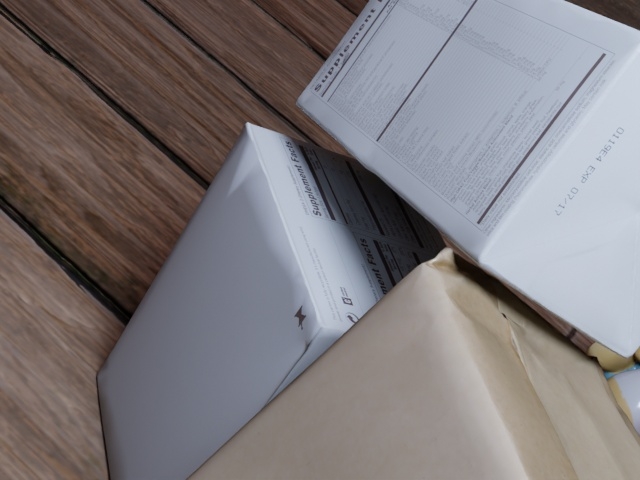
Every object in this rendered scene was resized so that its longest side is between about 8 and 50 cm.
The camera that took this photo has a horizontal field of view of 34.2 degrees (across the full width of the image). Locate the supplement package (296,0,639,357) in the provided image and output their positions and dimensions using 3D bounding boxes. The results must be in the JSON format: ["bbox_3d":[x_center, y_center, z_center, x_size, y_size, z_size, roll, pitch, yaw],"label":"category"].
[{"bbox_3d":[0.113,-0.066,0.618,0.134,0.139,0.244,31,10,-34],"label":"supplement package"}]

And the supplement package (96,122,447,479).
[{"bbox_3d":[-0.031,0.093,0.723,0.145,0.262,0.204,17,33,-31],"label":"supplement package"}]

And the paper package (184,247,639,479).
[{"bbox_3d":[0.038,0.231,0.502,0.168,0.325,0.309,30,25,-37],"label":"paper package"}]

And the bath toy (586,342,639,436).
[{"bbox_3d":[0.390,0.237,1.087,0.151,0.129,0.348,20,33,-26],"label":"bath toy"}]
